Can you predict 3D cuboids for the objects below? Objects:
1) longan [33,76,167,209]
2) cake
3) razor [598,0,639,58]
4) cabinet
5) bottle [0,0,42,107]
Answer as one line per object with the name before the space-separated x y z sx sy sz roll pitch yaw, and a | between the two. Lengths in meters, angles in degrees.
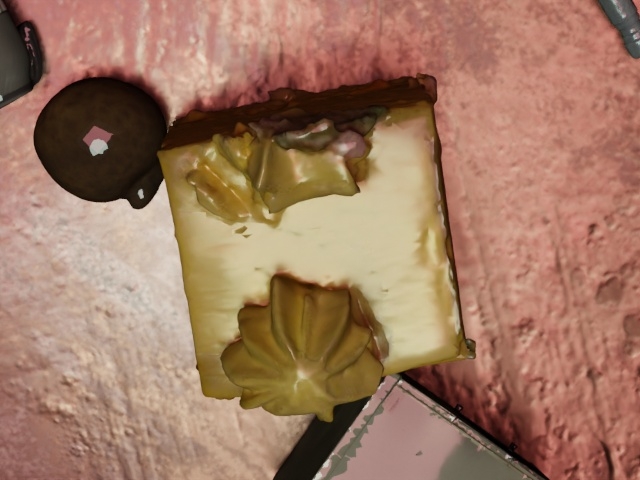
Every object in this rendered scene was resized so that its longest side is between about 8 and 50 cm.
longan | -0.175 -0.079 1.473 0.106 0.106 0.119 -41 104 5
cake | 0.000 0.000 1.393 0.222 0.286 0.227 -11 100 0
razor | 0.214 -0.253 1.476 0.106 0.068 0.232 -34 104 5
cabinet | 0.091 0.211 1.496 0.206 0.145 0.150 35 90 -7
bottle | -0.313 -0.224 1.457 0.096 0.079 0.254 -33 99 -33
